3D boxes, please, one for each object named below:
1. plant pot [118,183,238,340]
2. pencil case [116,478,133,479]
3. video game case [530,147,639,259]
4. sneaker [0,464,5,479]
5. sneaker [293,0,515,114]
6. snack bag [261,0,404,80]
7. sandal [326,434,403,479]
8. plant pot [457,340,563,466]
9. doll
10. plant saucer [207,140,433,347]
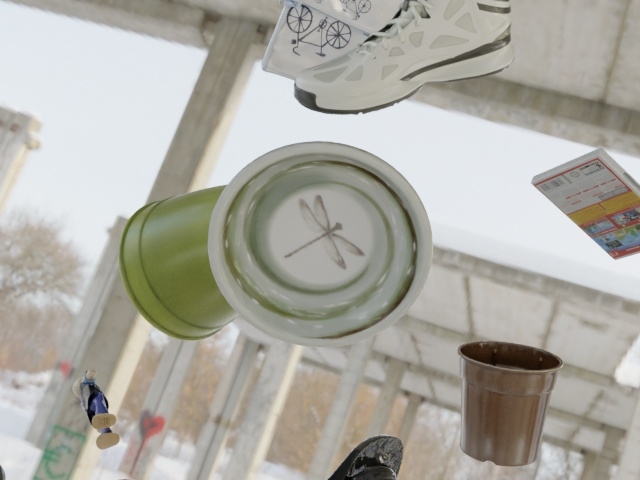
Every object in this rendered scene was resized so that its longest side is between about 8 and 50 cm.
[{"bbox_3d":[-0.229,0.018,2.276,0.366,0.366,0.353,30,-38,-34],"label":"plant pot"},{"bbox_3d":[-0.327,0.467,1.416,0.104,0.236,0.104,21,-39,19],"label":"pencil case"},{"bbox_3d":[0.620,-0.072,2.058,0.285,0.025,0.204,40,-31,-16],"label":"video game case"},{"bbox_3d":[-0.470,0.372,1.274,0.086,0.229,0.132,24,9,-6],"label":"sneaker"},{"bbox_3d":[0.146,-0.405,1.762,0.169,0.447,0.257,-125,-159,-52],"label":"sneaker"},{"bbox_3d":[0.055,-0.470,2.050,0.323,0.343,0.037,16,16,-36],"label":"snack bag"},{"bbox_3d":[0.062,0.547,1.936,0.107,0.168,0.445,9,24,36],"label":"sandal"},{"bbox_3d":[0.292,0.261,1.528,0.167,0.165,0.167,5,10,-1],"label":"plant pot"},{"bbox_3d":[-0.392,0.283,1.657,0.046,0.129,0.189,-13,20,-22],"label":"doll"},{"bbox_3d":[0.000,0.000,1.733,0.400,0.400,0.100,22,22,-7],"label":"plant saucer"}]
